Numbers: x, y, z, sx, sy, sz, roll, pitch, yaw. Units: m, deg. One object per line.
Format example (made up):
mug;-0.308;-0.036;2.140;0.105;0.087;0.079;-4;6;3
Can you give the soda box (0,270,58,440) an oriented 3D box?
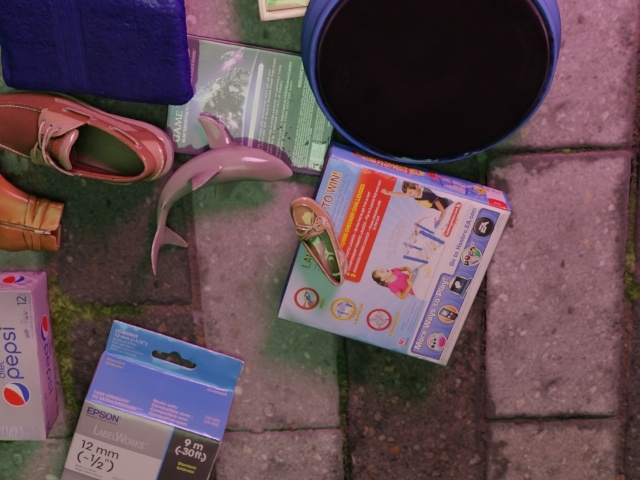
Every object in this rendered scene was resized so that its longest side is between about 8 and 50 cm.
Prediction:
soda box;-0.520;0.200;1.725;0.091;0.098;0.286;0;109;0

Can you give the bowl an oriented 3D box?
bowl;0.165;-0.277;1.483;0.391;0.077;0.391;1;133;1

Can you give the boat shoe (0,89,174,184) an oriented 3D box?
boat shoe;-0.400;-0.164;1.582;0.324;0.116;0.123;11;108;5

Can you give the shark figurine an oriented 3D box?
shark figurine;-0.203;-0.080;1.600;0.278;0.116;0.166;-35;109;16

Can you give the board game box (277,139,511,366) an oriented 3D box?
board game box;0.116;0.025;1.646;0.302;0.086;0.308;17;114;-5

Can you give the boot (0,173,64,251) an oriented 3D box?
boot;-0.502;-0.070;1.647;0.152;0.073;0.197;8;123;-2

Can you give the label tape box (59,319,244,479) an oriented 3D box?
label tape box;-0.306;0.346;1.764;0.249;0.115;0.347;18;110;-5

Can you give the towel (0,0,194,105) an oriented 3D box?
towel;-0.349;-0.319;1.521;0.308;0.076;0.227;8;139;4

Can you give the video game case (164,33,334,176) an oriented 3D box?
video game case;-0.110;-0.218;1.614;0.274;0.026;0.196;10;109;-2

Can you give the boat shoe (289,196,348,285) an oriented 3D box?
boat shoe;-0.001;0.001;1.566;0.056;0.048;0.153;-21;112;12

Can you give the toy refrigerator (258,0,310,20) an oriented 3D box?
toy refrigerator;-0.057;-0.474;1.489;0.102;0.094;0.269;-6;109;3
